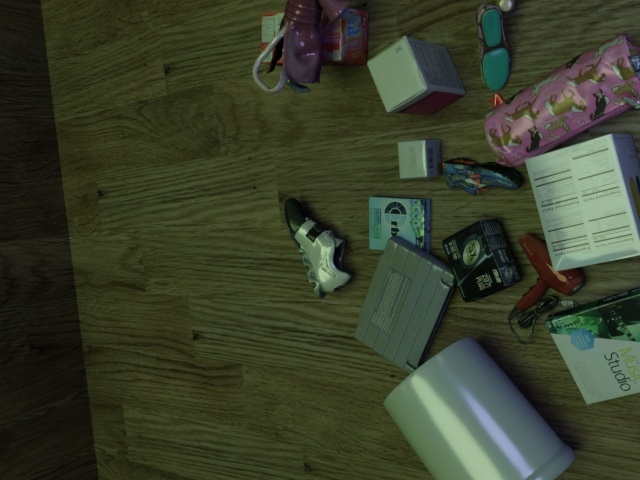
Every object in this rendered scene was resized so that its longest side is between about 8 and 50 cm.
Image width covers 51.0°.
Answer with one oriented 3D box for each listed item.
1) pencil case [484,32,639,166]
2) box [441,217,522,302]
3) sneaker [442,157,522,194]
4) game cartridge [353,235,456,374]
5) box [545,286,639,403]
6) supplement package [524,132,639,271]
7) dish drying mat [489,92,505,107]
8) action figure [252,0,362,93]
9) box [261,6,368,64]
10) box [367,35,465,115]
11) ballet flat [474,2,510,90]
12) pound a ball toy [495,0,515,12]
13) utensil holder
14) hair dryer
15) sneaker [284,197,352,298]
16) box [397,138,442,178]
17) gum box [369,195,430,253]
[{"bbox_3d":[0.570,-0.314,1.557,0.386,0.167,0.160,-28,113,37],"label":"pencil case"},{"bbox_3d":[0.418,0.053,1.746,0.147,0.077,0.180,-33,70,49],"label":"box"},{"bbox_3d":[0.422,-0.159,1.751,0.221,0.083,0.087,17,121,40],"label":"sneaker"},{"bbox_3d":[0.239,0.185,1.924,0.230,0.068,0.355,34,121,29],"label":"game cartridge"},{"bbox_3d":[0.720,0.234,1.545,0.322,0.058,0.232,-26,95,33],"label":"box"},{"bbox_3d":[0.620,-0.088,1.522,0.198,0.199,0.263,-16,87,37],"label":"supplement package"},{"bbox_3d":[0.468,-0.339,1.721,0.032,0.008,0.083,-44,70,32],"label":"dish drying mat"},{"bbox_3d":[-0.058,-0.598,1.755,0.248,0.275,0.370,39,131,33],"label":"action figure"},{"bbox_3d":[-0.021,-0.594,1.971,0.299,0.142,0.154,8,102,36],"label":"box"},{"bbox_3d":[0.251,-0.418,1.733,0.126,0.232,0.149,-27,80,36],"label":"box"},{"bbox_3d":[0.425,-0.488,1.673,0.076,0.079,0.222,-16,125,5],"label":"ballet flat"},{"bbox_3d":[0.404,-0.735,1.654,0.208,0.136,0.319,12,106,9],"label":"pound a ball toy"},{"bbox_3d":[0.393,0.485,1.710,0.385,0.327,0.328,53,124,21],"label":"utensil holder"},{"bbox_3d":[0.551,0.122,1.684,0.223,0.080,0.294,-8,92,39],"label":"hair dryer"},{"bbox_3d":[0.000,0.000,2.079,0.146,0.122,0.331,-28,78,18],"label":"sneaker"},{"bbox_3d":[0.273,-0.223,1.830,0.087,0.102,0.101,0,97,35],"label":"box"},{"bbox_3d":[0.226,-0.046,1.930,0.184,0.041,0.157,6,101,37],"label":"gum box"}]
